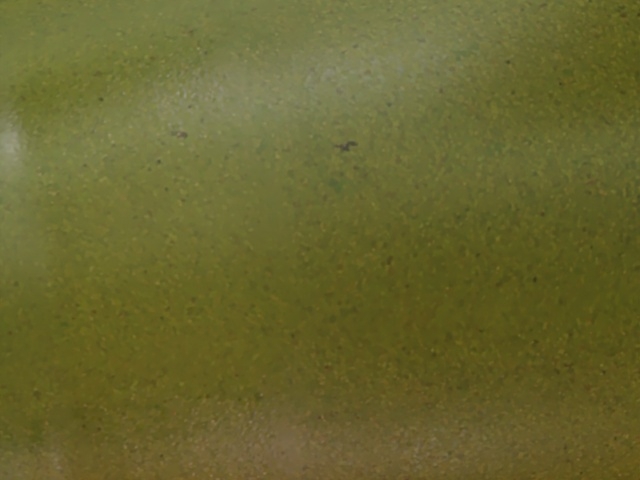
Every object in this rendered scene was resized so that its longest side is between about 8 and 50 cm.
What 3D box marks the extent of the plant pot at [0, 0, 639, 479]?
[{"bbox_3d":[0.000,0.000,0.647,0.353,0.366,0.366,-9,-133,-20],"label":"plant pot"}]
